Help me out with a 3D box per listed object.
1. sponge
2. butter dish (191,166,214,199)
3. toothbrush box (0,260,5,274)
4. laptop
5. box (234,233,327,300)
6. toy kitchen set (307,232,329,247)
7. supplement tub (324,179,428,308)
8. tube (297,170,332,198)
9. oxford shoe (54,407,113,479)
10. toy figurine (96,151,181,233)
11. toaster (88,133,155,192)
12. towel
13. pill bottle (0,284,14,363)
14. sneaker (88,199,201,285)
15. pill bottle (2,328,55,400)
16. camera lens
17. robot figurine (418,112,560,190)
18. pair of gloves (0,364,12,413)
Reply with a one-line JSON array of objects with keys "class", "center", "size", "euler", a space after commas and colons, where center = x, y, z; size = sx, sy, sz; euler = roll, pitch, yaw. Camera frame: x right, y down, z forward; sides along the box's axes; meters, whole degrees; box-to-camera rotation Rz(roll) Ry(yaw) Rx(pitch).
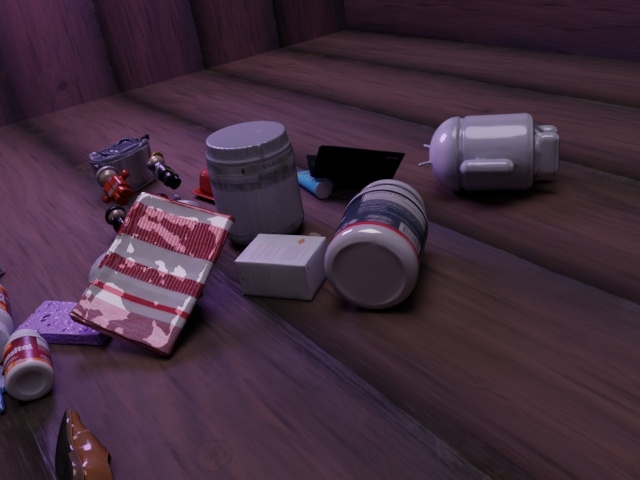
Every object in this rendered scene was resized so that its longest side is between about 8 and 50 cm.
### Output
[{"class": "sponge", "center": [-0.540, 0.178, 1.395], "size": [0.210, 0.031, 0.117], "euler": [0, 29, 16]}, {"class": "butter dish", "center": [-0.295, -0.199, 1.934], "size": [0.160, 0.118, 0.160], "euler": [18, 37, 41]}, {"class": "toothbrush box", "center": [-0.963, -0.028, 1.621], "size": [0.216, 0.295, 0.126], "euler": [7, 31, 29]}, {"class": "laptop", "center": [0.091, -0.243, 1.833], "size": [0.235, 0.136, 0.264], "euler": [5, 27, -8]}, {"class": "box", "center": [-0.081, 0.057, 1.426], "size": [0.171, 0.091, 0.130], "euler": [4, 30, 22]}, {"class": "toy kitchen set", "center": [0.000, 0.000, 1.532], "size": [0.083, 0.068, 0.075], "euler": [5, 31, 23]}, {"class": "supplement tub", "center": [0.127, 0.000, 1.365], "size": [0.191, 0.191, 0.272], "euler": [0, 29, 16]}, {"class": "tube", "center": [-0.028, -0.175, 1.897], "size": [0.080, 0.052, 0.207], "euler": [-7, 22, -21]}, {"class": "oxford shoe", "center": [-0.380, 0.342, 1.028], "size": [0.076, 0.076, 0.212], "euler": [11, 13, -32]}, {"class": "toy figurine", "center": [-0.485, -0.117, 1.737], "size": [0.210, 0.213, 0.148], "euler": [-25, 46, -27]}, {"class": "toaster", "center": [-0.630, -0.241, 2.079], "size": [0.129, 0.146, 0.227], "euler": [10, 34, 30]}, {"class": "towel", "center": [-0.348, 0.058, 1.345], "size": [0.237, 0.037, 0.328], "euler": [16, 66, 15]}, {"class": "pill bottle", "center": [-0.718, 0.174, 1.357], "size": [0.121, 0.121, 0.221], "euler": [-21, 30, -22]}, {"class": "sneaker", "center": [-0.349, 0.032, 1.512], "size": [0.210, 0.137, 0.366], "euler": [10, 37, 28]}, {"class": "pill bottle", "center": [-0.567, 0.235, 1.239], "size": [0.086, 0.086, 0.152], "euler": [-20, 30, -20]}, {"class": "camera lens", "center": [-0.164, -0.140, 1.619], "size": [0.220, 0.274, 0.219], "euler": [-7, 28, 4]}, {"class": "robot figurine", "center": [0.443, -0.231, 1.695], "size": [0.354, 0.199, 0.300], "euler": [1, 21, 17]}, {"class": "pair of gloves", "center": [-0.679, 0.305, 1.210], "size": [0.198, 0.023, 0.159], "euler": [-18, 28, -19]}]
